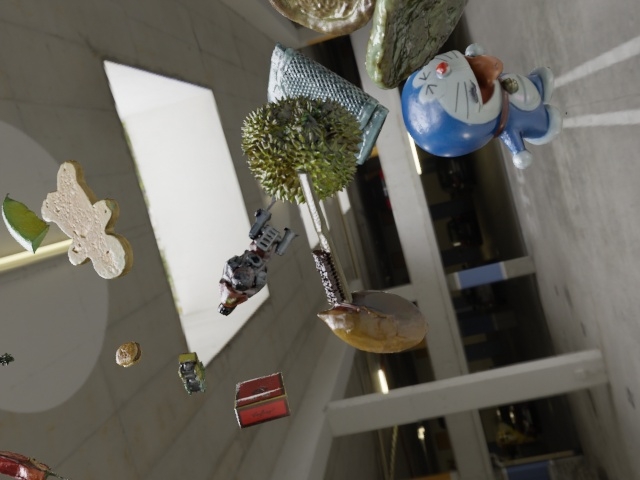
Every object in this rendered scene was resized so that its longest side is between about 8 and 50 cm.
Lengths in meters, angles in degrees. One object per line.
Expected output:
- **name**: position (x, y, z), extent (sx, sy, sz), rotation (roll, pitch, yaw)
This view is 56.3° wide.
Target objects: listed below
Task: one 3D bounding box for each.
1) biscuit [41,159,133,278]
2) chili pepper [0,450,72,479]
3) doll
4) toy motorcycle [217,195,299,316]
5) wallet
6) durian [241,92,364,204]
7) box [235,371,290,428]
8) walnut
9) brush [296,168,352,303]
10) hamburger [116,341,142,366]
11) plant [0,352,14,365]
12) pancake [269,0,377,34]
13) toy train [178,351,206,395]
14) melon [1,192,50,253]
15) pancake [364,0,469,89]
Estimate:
- **biscuit**: position (-0.421, -0.024, 1.092), extent (0.234, 0.153, 0.030), rotation (44, -156, 16)
- **chili pepper**: position (-0.626, 0.449, 1.205), extent (0.059, 0.268, 0.050), rotation (114, 173, -82)
- **doll**: position (0.258, -0.212, 0.944), extent (0.161, 0.257, 0.215), rotation (119, 142, -65)
- **toy motorcycle**: position (-0.170, 0.033, 1.658), extent (0.134, 0.400, 0.207), rotation (33, 171, 0)
- **wallet**: position (0.004, -0.357, 1.597), extent (0.075, 0.342, 0.237), rotation (-53, -7, -28)
- **durian**: position (-0.031, -0.197, 1.302), extent (0.291, 0.291, 0.224), rotation (-92, -14, -50)
- **box**: position (-0.176, 0.476, 1.801), extent (0.240, 0.153, 0.074), rotation (-152, 52, -82)
- **walnut**: position (0.116, 0.174, 1.288), extent (0.137, 0.246, 0.137), rotation (-170, 90, -77)
- **brush**: position (0.000, 0.000, 1.001), extent (0.043, 0.036, 0.247), rotation (17, 131, 55)
- **hamburger**: position (-0.597, 0.353, 1.865), extent (0.044, 0.083, 0.076), rotation (43, -153, -46)
- **plant**: position (-0.647, 0.240, 1.156), extent (0.051, 0.102, 0.051), rotation (156, 90, -89)
- **pancake**: position (-0.012, -0.468, 1.044), extent (0.031, 0.250, 0.250), rotation (-65, -31, -29)
- **toy train**: position (-0.356, 0.368, 1.669), extent (0.202, 0.060, 0.081), rotation (93, 167, -58)
- **melon**: position (-0.989, -0.073, 1.984), extent (0.262, 0.114, 0.053), rotation (45, 158, 21)
- **pancake**: position (0.118, -0.275, 0.640), extent (0.253, 0.037, 0.253), rotation (-52, -17, -23)
